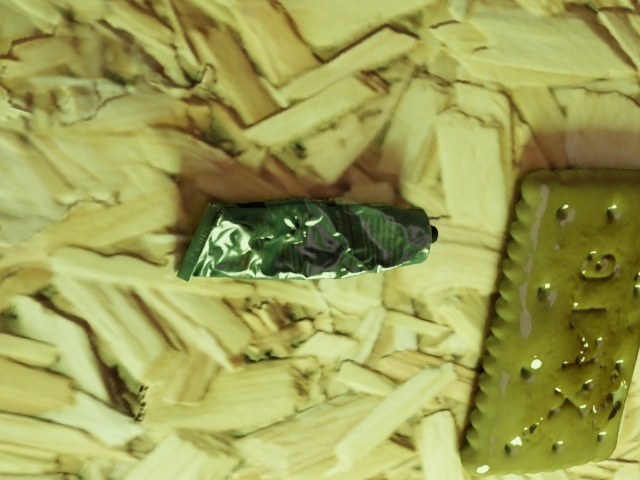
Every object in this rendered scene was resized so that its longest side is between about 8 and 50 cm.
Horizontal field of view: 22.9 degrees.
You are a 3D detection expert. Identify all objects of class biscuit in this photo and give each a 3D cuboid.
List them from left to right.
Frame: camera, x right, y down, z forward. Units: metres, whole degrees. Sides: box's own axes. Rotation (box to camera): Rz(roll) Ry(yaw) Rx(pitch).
[{"bbox_3d":[0.254,0.084,1.576,0.217,0.044,0.325,0,108,-38],"label":"biscuit"}]

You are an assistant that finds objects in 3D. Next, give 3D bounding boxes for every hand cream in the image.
[{"bbox_3d":[0.000,0.000,1.342,0.247,0.052,0.075,-3,109,-36],"label":"hand cream"}]
